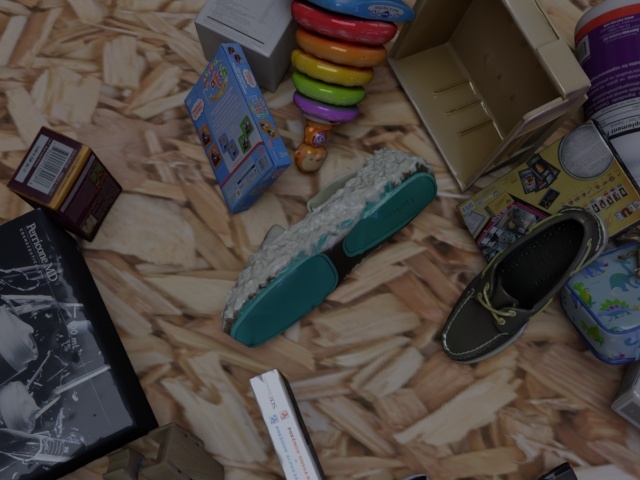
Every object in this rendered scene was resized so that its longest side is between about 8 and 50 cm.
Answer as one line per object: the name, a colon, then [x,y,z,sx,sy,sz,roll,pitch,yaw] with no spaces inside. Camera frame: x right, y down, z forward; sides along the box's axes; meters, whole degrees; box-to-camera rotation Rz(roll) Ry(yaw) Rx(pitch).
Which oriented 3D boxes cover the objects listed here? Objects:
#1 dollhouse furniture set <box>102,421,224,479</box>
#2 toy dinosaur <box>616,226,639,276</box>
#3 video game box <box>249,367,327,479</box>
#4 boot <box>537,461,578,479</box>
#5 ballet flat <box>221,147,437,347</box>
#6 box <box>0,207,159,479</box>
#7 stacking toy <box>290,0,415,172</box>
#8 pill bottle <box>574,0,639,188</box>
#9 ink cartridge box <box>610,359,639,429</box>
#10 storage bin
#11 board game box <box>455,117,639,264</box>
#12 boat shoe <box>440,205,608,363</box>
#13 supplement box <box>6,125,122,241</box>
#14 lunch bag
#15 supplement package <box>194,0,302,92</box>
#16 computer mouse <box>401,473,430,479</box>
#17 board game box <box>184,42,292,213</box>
dollhouse furniture set: [-0.277,0.460,1.125,0.303,0.198,0.286,-24,38,23]
toy dinosaur: [0.499,-0.004,1.196,0.183,0.053,0.093,-40,55,-21]
video game box: [-0.038,0.276,1.111,0.048,0.205,0.187,-20,76,-4]
boot: [0.303,0.494,1.116,0.223,0.118,0.338,40,68,12]
ballet flat: [0.000,0.000,1.239,0.409,0.147,0.147,-38,79,-12]
box: [-0.450,0.183,1.147,0.313,0.179,0.343,-27,77,-8]
stacking toy: [0.012,-0.242,1.243,0.166,0.175,0.301,36,120,41]
pill bottle: [0.501,-0.208,1.250,0.182,0.181,0.322,-2,76,-1]
ink cartridge box: [0.610,0.235,1.198,0.296,0.066,0.261,37,53,8]
storage bin: [0.245,-0.253,1.217,0.123,0.260,0.262,-23,76,-18]
board game box: [0.345,-0.045,1.208,0.243,0.042,0.165,-34,72,28]
boat shoe: [0.278,0.067,1.164,0.305,0.091,0.109,-47,68,20]
supplement box: [-0.376,-0.080,1.208,0.081,0.188,0.104,25,77,7]
lunch bag: [0.476,0.080,1.193,0.219,0.090,0.176,-18,39,-7]
supplement package: [-0.079,-0.393,1.318,0.139,0.134,0.244,28,77,7]
computer mouse: [0.094,0.376,1.116,0.193,0.042,0.106,-11,113,-36]
board game box: [-0.133,-0.171,1.252,0.039,0.160,0.211,-15,75,-37]
